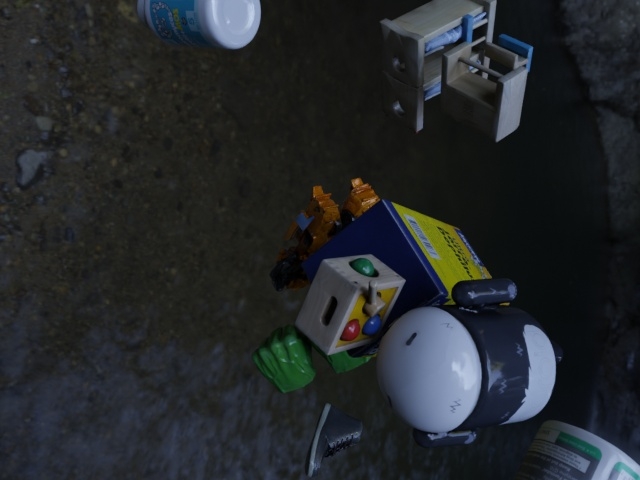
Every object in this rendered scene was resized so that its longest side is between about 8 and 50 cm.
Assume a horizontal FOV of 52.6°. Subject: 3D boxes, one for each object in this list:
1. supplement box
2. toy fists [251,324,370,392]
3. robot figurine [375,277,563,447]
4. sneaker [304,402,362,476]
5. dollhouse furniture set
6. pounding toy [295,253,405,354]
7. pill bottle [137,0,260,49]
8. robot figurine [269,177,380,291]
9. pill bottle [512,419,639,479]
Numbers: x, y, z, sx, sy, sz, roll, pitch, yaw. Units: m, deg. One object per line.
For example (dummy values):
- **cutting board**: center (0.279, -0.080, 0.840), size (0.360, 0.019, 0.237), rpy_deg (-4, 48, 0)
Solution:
- **supplement box**: center (0.168, 0.083, 1.191), size (0.356, 0.194, 0.195), rpy_deg (12, 43, -57)
- **toy fists**: center (-0.023, 0.244, 1.502), size (0.142, 0.279, 0.096), rpy_deg (60, 16, -28)
- **robot figurine**: center (0.208, 0.173, 0.905), size (0.278, 0.173, 0.209), rpy_deg (3, 67, -34)
- **sneaker**: center (0.038, 0.519, 1.657), size (0.222, 0.118, 0.083), rpy_deg (-65, 174, -53)
- **dollhouse furniture set**: center (0.178, -0.189, 0.758), size (0.129, 0.184, 0.129), rpy_deg (-33, 141, -22)
- **pounding toy**: center (0.050, 0.081, 0.880), size (0.130, 0.100, 0.141), rpy_deg (-5, 125, -49)
- **pill bottle**: center (-0.261, -0.473, 1.333), size (0.146, 0.264, 0.146), rpy_deg (-22, 119, -46)
- **robot figurine**: center (0.000, 0.000, 1.349), size (0.211, 0.085, 0.291), rpy_deg (-13, 150, -36)
- **pill bottle**: center (0.427, 0.537, 1.193), size (0.361, 0.204, 0.204), rpy_deg (-55, 141, -17)
